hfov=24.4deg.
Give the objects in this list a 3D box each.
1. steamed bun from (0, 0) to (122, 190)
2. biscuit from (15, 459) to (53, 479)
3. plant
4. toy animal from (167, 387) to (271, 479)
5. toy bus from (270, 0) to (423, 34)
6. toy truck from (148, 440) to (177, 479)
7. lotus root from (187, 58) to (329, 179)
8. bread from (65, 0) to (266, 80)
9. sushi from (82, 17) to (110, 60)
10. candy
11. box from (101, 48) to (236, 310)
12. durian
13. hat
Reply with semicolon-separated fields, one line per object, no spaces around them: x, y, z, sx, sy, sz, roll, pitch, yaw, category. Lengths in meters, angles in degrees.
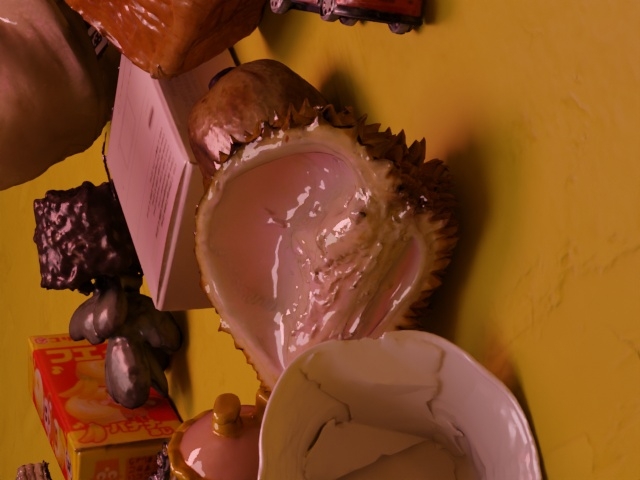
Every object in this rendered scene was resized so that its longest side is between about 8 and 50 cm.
-0.339;-0.247;1.795;0.352;0.247;0.339;-59;-35;-63;steamed bun
-0.331;0.402;1.775;0.147;0.046;0.250;118;141;-57;biscuit
-0.244;0.062;1.734;0.146;0.149;0.274;-42;-59;-62;plant
-0.077;0.231;1.366;0.156;0.156;0.229;-119;34;-46;toy animal
0.021;-0.205;1.144;0.174;0.079;0.077;-153;71;-65;toy bus
-0.157;0.271;1.696;0.062;0.052;0.123;64;148;31;toy truck
-0.033;-0.068;1.245;0.214;0.138;0.138;46;137;41;lotus root
-0.131;-0.253;1.369;0.158;0.149;0.143;36;143;13;bread
-0.217;-0.327;1.436;0.279;0.043;0.192;81;-148;-62;sushi
-0.269;0.212;1.843;0.276;0.146;0.088;-131;42;-54;candy
-0.142;-0.086;1.521;0.251;0.106;0.203;-114;30;-42;box
0.011;-0.002;1.096;0.183;0.138;0.249;33;130;23;durian
0.052;0.173;1.040;0.126;0.203;0.203;89;167;-66;hat
